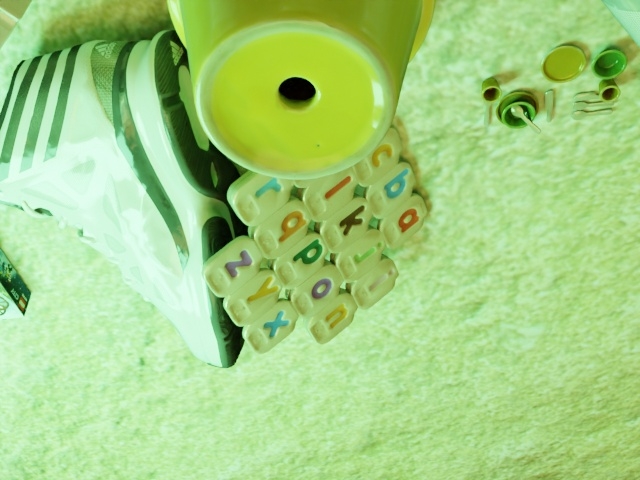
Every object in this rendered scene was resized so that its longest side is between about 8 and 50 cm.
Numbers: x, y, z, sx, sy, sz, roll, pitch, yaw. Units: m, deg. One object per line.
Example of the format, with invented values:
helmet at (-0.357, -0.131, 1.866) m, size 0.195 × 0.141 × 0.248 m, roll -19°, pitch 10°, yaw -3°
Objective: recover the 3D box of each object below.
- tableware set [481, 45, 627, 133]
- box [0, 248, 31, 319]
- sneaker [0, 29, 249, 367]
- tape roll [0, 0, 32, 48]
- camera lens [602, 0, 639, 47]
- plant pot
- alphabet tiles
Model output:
tableware set at (0.252, -0.163, 0.967) m, size 0.154 × 0.024 × 0.104 m, roll -4°, pitch 135°, yaw 6°
box at (-0.503, 0.022, 1.152) m, size 0.159 × 0.044 × 0.233 m, roll -9°, pitch 135°, yaw 9°
sneaker at (-0.230, -0.033, 1.039) m, size 0.258 × 0.169 × 0.447 m, roll 0°, pitch 129°, yaw 13°
tape roll at (-0.355, -0.225, 0.754) m, size 0.169 × 0.246 × 0.246 m, roll 34°, pitch 127°, yaw -29°
camera lens at (0.337, -0.254, 0.731) m, size 0.219 × 0.219 × 0.274 m, roll -33°, pitch 127°, yaw 30°
plant pot at (-0.018, -0.192, 0.788) m, size 0.254 × 0.239 × 0.254 m, roll 0°, pitch 135°, yaw 0°
alphabet tiles at (0.000, 0.000, 1.036) m, size 0.278 × 0.021 × 0.284 m, roll -39°, pitch 134°, yaw -12°
